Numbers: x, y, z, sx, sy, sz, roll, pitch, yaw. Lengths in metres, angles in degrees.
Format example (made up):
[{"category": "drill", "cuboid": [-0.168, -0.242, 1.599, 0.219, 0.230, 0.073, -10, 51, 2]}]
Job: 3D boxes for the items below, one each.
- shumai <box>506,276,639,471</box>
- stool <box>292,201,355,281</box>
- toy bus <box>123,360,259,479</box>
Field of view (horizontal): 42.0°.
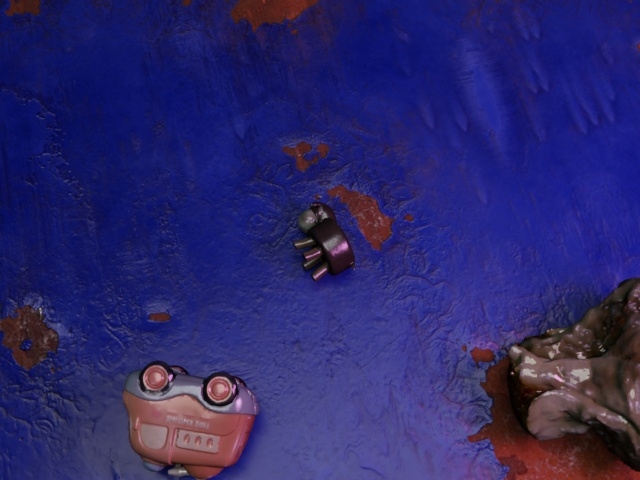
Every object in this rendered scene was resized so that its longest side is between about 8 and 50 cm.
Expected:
[{"category": "shumai", "cuboid": [0.550, 0.273, 1.723, 0.324, 0.324, 0.397, -3, 63, 15]}, {"category": "stool", "cuboid": [0.000, 0.000, 1.925, 0.121, 0.125, 0.217, -26, 61, -7]}, {"category": "toy bus", "cuboid": [-0.277, 0.379, 1.756, 0.288, 0.194, 0.231, 8, 81, 3]}]
